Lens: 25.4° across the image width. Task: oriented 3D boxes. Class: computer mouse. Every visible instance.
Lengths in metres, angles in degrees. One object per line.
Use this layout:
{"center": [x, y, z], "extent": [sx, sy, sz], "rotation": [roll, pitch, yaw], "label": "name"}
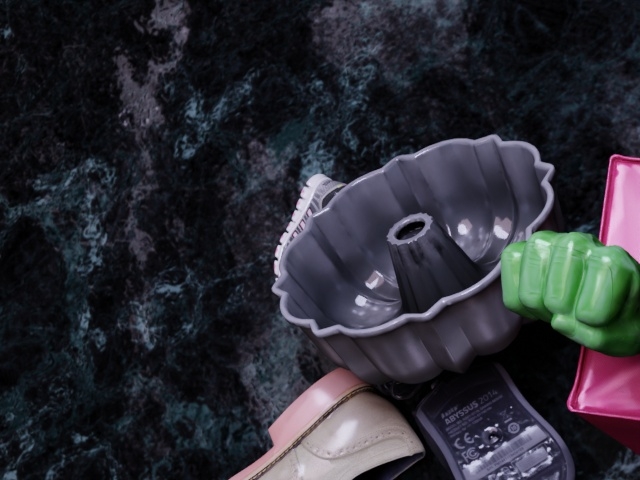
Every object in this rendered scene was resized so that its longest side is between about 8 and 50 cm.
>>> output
{"center": [0.184, 0.201, 1.524], "extent": [0.188, 0.072, 0.272], "rotation": [-27, 53, -1], "label": "computer mouse"}

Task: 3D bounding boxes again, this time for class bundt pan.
{"center": [0.120, 0.033, 1.540], "extent": [0.330, 0.124, 0.331], "rotation": [-22, 29, 13], "label": "bundt pan"}

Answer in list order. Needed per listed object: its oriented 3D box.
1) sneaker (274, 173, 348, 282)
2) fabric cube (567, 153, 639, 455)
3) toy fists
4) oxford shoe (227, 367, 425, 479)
{"center": [0.000, 0.000, 1.716], "extent": [0.074, 0.063, 0.170], "rotation": [6, 69, 38], "label": "sneaker"}
{"center": [0.406, 0.084, 1.331], "extent": [0.259, 0.258, 0.254], "rotation": [5, 74, 31], "label": "fabric cube"}
{"center": [0.275, 0.065, 1.171], "extent": [0.279, 0.142, 0.096], "rotation": [23, 84, 35], "label": "toy fists"}
{"center": [-0.049, 0.327, 1.572], "extent": [0.146, 0.140, 0.397], "rotation": [42, 96, 28], "label": "oxford shoe"}
